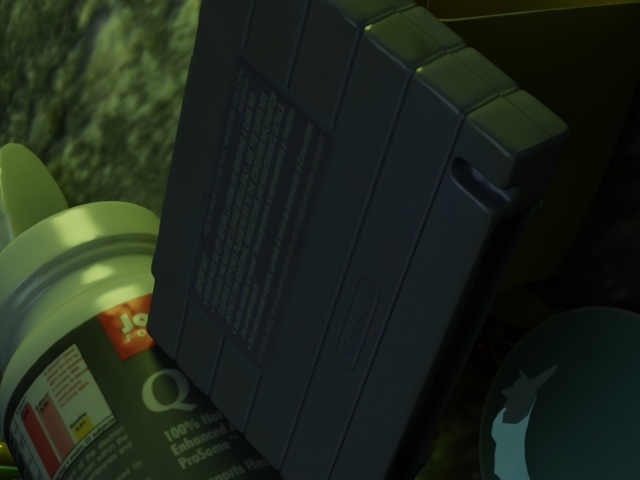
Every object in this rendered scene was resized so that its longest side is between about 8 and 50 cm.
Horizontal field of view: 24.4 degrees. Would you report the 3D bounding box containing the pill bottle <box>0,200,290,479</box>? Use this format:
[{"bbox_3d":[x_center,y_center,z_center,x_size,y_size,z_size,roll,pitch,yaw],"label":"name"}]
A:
[{"bbox_3d":[-0.113,0.154,1.095,0.210,0.210,0.363,-54,53,27],"label":"pill bottle"}]

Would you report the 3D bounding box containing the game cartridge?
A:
[{"bbox_3d":[0.000,0.000,0.876,0.230,0.068,0.355,48,142,26],"label":"game cartridge"}]

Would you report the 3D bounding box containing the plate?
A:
[{"bbox_3d":[0.180,0.135,0.937,0.188,0.024,0.188,-5,84,45],"label":"plate"}]

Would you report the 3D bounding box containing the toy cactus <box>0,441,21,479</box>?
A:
[{"bbox_3d":[-0.216,0.222,1.257,0.180,0.112,0.219,-55,44,8],"label":"toy cactus"}]

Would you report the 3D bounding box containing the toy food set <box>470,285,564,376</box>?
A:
[{"bbox_3d":[0.109,0.056,1.020,0.122,0.019,0.078,29,107,35],"label":"toy food set"}]

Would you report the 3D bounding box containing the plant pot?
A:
[{"bbox_3d":[0.067,-0.070,0.956,0.212,0.212,0.187,18,112,44],"label":"plant pot"}]

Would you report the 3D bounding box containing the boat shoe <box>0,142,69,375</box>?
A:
[{"bbox_3d":[-0.268,0.045,1.340,0.088,0.096,0.268,-25,76,24],"label":"boat shoe"}]
